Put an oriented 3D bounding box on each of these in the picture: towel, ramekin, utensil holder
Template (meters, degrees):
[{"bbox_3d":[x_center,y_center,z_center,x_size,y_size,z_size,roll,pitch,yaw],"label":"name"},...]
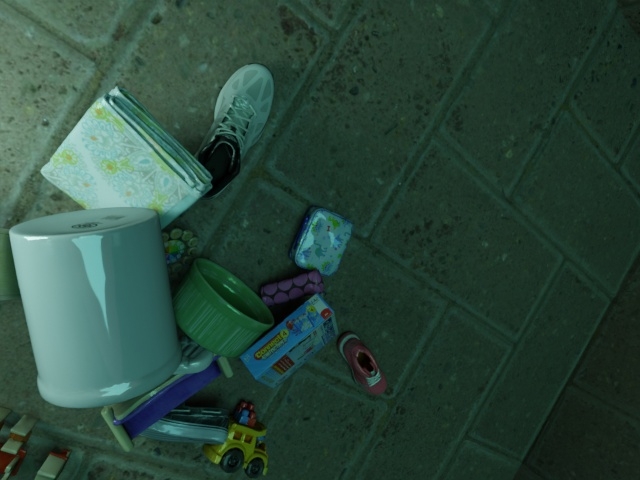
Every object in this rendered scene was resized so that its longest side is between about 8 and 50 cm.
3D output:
[{"bbox_3d":[-0.500,-0.166,1.088,0.374,0.090,0.320,-30,114,30],"label":"towel"},{"bbox_3d":[-0.299,0.204,1.245,0.303,0.303,0.148,40,92,-25],"label":"ramekin"},{"bbox_3d":[-0.523,0.137,1.000,0.327,0.327,0.386,-9,108,-22],"label":"utensil holder"}]

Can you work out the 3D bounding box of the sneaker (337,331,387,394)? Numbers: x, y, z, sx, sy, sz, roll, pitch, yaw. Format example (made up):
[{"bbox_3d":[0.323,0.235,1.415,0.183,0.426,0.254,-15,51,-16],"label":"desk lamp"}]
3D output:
[{"bbox_3d":[0.174,0.497,1.596,0.116,0.136,0.314,-38,113,-11],"label":"sneaker"}]

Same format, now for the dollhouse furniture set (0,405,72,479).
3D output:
[{"bbox_3d":[-0.876,0.631,1.193,0.259,0.135,0.262,27,89,-15],"label":"dollhouse furniture set"}]

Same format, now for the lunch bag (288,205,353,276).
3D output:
[{"bbox_3d":[0.000,0.000,1.440,0.176,0.090,0.219,21,93,-26],"label":"lunch bag"}]

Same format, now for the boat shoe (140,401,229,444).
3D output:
[{"bbox_3d":[-0.458,0.576,1.350,0.334,0.119,0.121,12,140,-8],"label":"boat shoe"}]

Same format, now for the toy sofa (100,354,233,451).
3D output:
[{"bbox_3d":[-0.442,0.440,1.241,0.362,0.177,0.150,-31,116,-33],"label":"toy sofa"}]

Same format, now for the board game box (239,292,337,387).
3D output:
[{"bbox_3d":[-0.085,0.339,1.374,0.302,0.086,0.308,-38,158,-12],"label":"board game box"}]

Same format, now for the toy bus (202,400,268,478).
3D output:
[{"bbox_3d":[-0.262,0.682,1.455,0.220,0.149,0.212,34,71,-28],"label":"toy bus"}]

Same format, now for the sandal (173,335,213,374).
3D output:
[{"bbox_3d":[-0.509,0.346,1.185,0.415,0.169,0.102,2,116,8],"label":"sandal"}]

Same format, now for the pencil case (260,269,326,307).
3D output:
[{"bbox_3d":[-0.091,0.163,1.401,0.209,0.098,0.095,-14,94,9],"label":"pencil case"}]

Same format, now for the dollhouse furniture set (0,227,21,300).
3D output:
[{"bbox_3d":[-0.876,0.057,0.983,0.393,0.256,0.363,0,84,-1],"label":"dollhouse furniture set"}]

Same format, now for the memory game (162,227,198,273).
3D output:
[{"bbox_3d":[-0.445,0.039,1.240,0.186,0.012,0.186,-31,148,-22],"label":"memory game"}]

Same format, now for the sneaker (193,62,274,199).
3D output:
[{"bbox_3d":[-0.229,-0.305,1.183,0.169,0.257,0.448,27,89,-26],"label":"sneaker"}]
